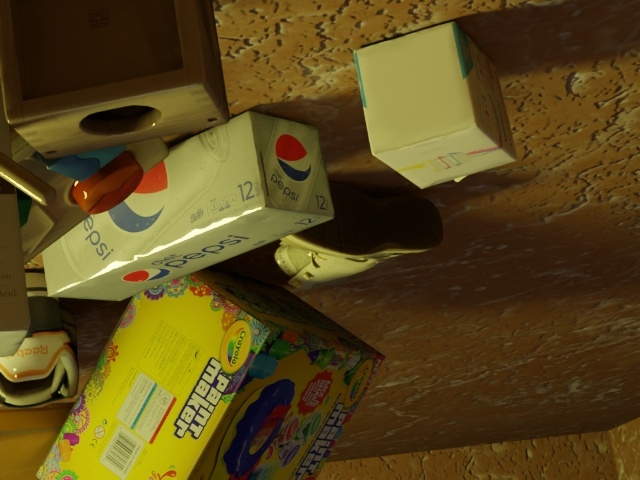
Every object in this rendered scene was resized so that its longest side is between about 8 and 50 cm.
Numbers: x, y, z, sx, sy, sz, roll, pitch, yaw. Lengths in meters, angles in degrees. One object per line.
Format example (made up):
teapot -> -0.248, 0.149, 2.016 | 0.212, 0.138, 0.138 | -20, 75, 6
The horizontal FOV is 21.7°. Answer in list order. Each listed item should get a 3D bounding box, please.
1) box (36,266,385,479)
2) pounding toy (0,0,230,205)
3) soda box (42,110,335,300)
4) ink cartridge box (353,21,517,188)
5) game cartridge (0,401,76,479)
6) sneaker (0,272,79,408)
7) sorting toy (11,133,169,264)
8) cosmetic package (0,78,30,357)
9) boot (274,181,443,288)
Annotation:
box -> -0.118, 0.197, 1.900 | 0.177, 0.290, 0.279 | 32, -173, 29
pounding toy -> -0.168, -0.099, 1.067 | 0.206, 0.181, 0.094 | -11, 165, 6
soda box -> -0.130, -0.025, 1.527 | 0.286, 0.091, 0.098 | -21, 162, 37
ink cartridge box -> 0.098, -0.107, 1.371 | 0.090, 0.092, 0.143 | -16, 165, 18
game cartridge -> -0.389, 0.297, 1.883 | 0.285, 0.052, 0.324 | -52, 154, 20
sneaker -> -0.340, 0.135, 1.921 | 0.126, 0.127, 0.321 | -9, 166, -6
sorting toy -> -0.261, -0.007, 1.357 | 0.307, 0.041, 0.229 | -38, 167, -5
cosmetic package -> -0.272, -0.034, 1.146 | 0.117, 0.231, 0.085 | -4, 164, -21
boot -> 0.000, 0.000, 1.734 | 0.213, 0.077, 0.165 | 3, 163, -40
